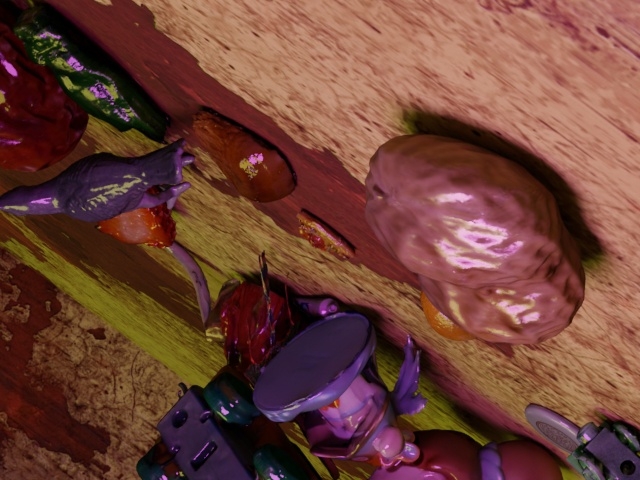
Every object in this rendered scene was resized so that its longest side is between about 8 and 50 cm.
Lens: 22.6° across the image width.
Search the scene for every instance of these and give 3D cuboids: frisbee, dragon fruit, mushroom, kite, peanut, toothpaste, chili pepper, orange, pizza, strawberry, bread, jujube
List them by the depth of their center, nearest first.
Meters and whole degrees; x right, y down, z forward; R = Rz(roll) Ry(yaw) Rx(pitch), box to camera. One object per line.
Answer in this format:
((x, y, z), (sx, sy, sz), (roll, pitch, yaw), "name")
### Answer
((0.137, 0.003, 1.382), (0.197, 0.110, 0.233), (18, 158, 40), "peanut")
((0.145, 0.060, 1.619), (0.085, 0.085, 0.095), (29, 171, 27), "orange")
((-0.088, -0.086, 1.780), (0.126, 0.044, 0.129), (32, 169, 21), "bread")
((-0.261, -0.181, 1.844), (0.098, 0.061, 0.224), (8, 148, 49), "chili pepper")
((0.000, 0.000, 1.890), (0.083, 0.025, 0.078), (36, 164, -3), "pizza")
((-0.388, -0.186, 1.903), (0.174, 0.174, 0.250), (23, 167, 44), "jujube")
((0.300, 0.240, 1.993), (0.110, 0.014, 0.110), (34, 166, 9), "frisbee")
((-0.063, 0.123, 2.157), (0.006, 0.198, 0.244), (6, 115, 21), "kite")
((-0.004, 0.093, 2.213), (0.045, 0.028, 0.170), (37, 170, -10), "toothpaste")
((-0.256, -0.055, 2.250), (0.121, 0.082, 0.188), (15, 155, 4), "strawberry")
((-0.082, 0.176, 2.389), (0.205, 0.152, 0.317), (29, 170, 42), "dragon fruit")
((-0.233, 0.039, 2.490), (0.306, 0.068, 0.043), (43, 175, 12), "mushroom")

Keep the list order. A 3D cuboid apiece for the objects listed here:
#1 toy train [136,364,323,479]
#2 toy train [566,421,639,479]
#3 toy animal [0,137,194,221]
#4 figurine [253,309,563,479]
((-0.077, 0.341, 2.167), (0.249, 0.178, 0.429), (35, -170, -43), "toy train")
((0.382, 0.305, 1.813), (0.251, 0.085, 0.119), (46, 171, 11), "toy train")
((-0.236, -0.069, 1.939), (0.367, 0.081, 0.206), (-8, 178, 38), "toy animal")
((0.110, 0.272, 2.146), (0.388, 0.248, 0.277), (52, 157, -20), "figurine")
